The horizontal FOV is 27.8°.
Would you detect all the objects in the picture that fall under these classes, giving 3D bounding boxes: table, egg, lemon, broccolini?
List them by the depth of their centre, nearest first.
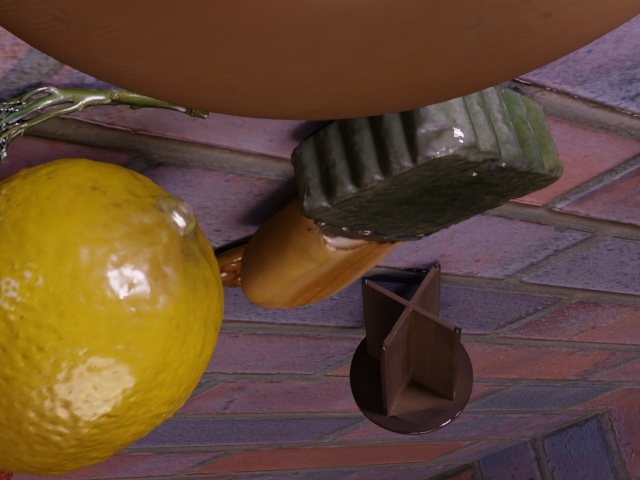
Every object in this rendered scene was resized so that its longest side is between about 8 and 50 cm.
[{"bbox_3d":[0.021,-0.197,0.429,0.373,0.301,0.301,-23,167,-31],"label":"egg"},{"bbox_3d":[-0.175,-0.095,0.972,0.194,0.054,0.052,-10,141,-17],"label":"broccolini"},{"bbox_3d":[-0.217,0.068,1.074,0.320,0.245,0.245,-40,151,24],"label":"lemon"},{"bbox_3d":[0.114,0.129,1.635,0.167,0.167,0.227,-13,151,-3],"label":"table"}]

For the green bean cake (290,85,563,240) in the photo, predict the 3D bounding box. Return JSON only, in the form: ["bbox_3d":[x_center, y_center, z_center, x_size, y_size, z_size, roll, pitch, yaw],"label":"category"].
[{"bbox_3d":[0.089,-0.070,1.129,0.185,0.094,0.183,-30,156,37],"label":"green bean cake"}]

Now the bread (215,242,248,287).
[{"bbox_3d":[-0.070,0.025,1.386,0.110,0.024,0.110,-11,160,-4],"label":"bread"}]

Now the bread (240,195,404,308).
[{"bbox_3d":[-0.001,-0.001,1.269,0.134,0.085,0.173,-8,159,-43],"label":"bread"}]

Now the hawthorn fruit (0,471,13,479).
[{"bbox_3d":[-0.435,0.222,1.351,0.241,0.242,0.271,-8,173,-16],"label":"hawthorn fruit"}]
